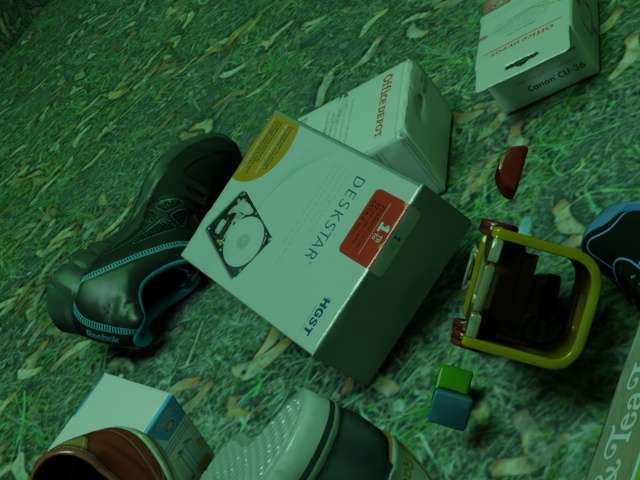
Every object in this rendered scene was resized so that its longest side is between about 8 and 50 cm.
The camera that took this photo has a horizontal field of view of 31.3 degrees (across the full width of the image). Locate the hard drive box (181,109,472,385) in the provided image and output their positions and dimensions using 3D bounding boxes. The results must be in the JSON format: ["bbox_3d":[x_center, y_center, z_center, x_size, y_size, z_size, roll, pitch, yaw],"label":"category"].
[{"bbox_3d":[0.000,0.000,1.087,0.232,0.089,0.181,31,88,46],"label":"hard drive box"}]

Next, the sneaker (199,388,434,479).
[{"bbox_3d":[-0.023,0.215,0.883,0.126,0.127,0.321,-65,10,-27],"label":"sneaker"}]

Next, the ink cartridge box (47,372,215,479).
[{"bbox_3d":[-0.160,0.207,1.043,0.089,0.143,0.092,10,53,35],"label":"ink cartridge box"}]

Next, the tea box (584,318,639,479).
[{"bbox_3d":[0.262,0.155,0.411,0.323,0.220,0.329,-28,26,53],"label":"tea box"}]

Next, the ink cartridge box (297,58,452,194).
[{"bbox_3d":[0.032,-0.088,1.271,0.217,0.092,0.159,-27,31,28],"label":"ink cartridge box"}]

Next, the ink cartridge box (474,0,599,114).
[{"bbox_3d":[0.233,-0.211,1.224,0.115,0.067,0.198,-24,30,30],"label":"ink cartridge box"}]

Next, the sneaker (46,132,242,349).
[{"bbox_3d":[-0.181,0.004,1.418,0.139,0.125,0.341,18,56,28],"label":"sneaker"}]

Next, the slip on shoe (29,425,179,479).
[{"bbox_3d":[-0.114,0.277,0.775,0.123,0.101,0.331,-36,65,19],"label":"slip on shoe"}]

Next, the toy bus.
[{"bbox_3d":[0.164,0.043,0.895,0.104,0.191,0.202,16,49,7],"label":"toy bus"}]

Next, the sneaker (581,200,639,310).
[{"bbox_3d":[0.259,0.036,0.814,0.090,0.081,0.232,-42,28,-17],"label":"sneaker"}]
